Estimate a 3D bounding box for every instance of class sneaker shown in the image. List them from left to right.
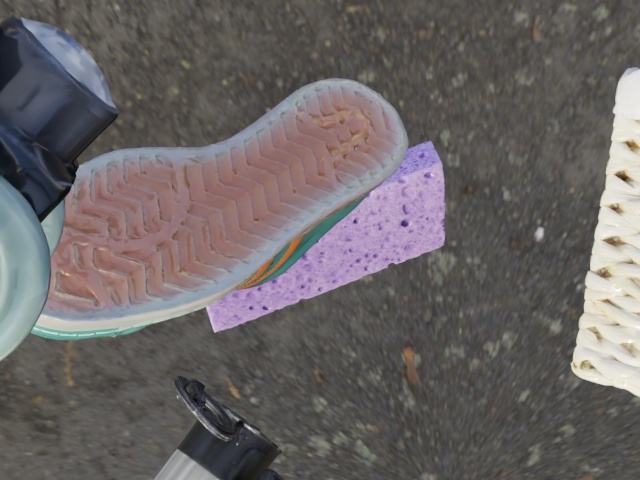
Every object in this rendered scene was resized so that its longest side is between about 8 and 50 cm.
[{"bbox_3d":[-0.075,-0.002,0.805,0.302,0.121,0.108,-26,75,-39],"label":"sneaker"}]

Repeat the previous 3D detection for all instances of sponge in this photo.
[{"bbox_3d":[0.000,0.000,1.033,0.210,0.117,0.031,-21,58,-7],"label":"sponge"}]

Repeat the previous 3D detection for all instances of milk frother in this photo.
[{"bbox_3d":[-0.117,0.204,1.137,0.143,0.129,0.134,42,76,-23],"label":"milk frother"}]

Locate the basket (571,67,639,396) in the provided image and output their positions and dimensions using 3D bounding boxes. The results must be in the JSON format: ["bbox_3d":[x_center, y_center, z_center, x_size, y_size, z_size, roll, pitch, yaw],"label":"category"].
[{"bbox_3d":[0.417,0.018,1.081,0.331,0.328,0.266,18,100,28],"label":"basket"}]

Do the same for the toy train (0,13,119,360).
[{"bbox_3d":[-0.233,0.017,0.455,0.334,0.142,0.190,-43,105,5],"label":"toy train"}]
